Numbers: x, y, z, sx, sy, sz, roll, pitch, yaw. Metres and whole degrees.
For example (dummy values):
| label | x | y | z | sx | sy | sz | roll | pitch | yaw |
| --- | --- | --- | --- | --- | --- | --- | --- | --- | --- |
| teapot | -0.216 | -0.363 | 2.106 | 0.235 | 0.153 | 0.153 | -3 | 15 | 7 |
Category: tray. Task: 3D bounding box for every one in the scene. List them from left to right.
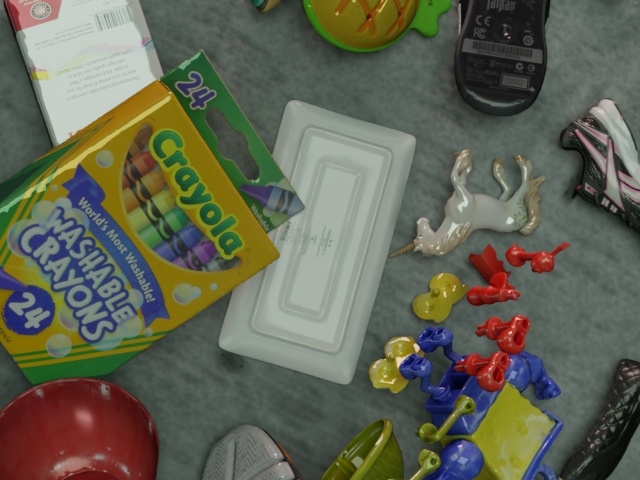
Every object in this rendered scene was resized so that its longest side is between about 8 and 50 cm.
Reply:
| label | x | y | z | sx | sy | sz | roll | pitch | yaw |
| --- | --- | --- | --- | --- | --- | --- | --- | --- | --- |
| tray | 0.000 | 0.000 | 1.961 | 0.145 | 0.030 | 0.270 | 16 | 83 | -6 |

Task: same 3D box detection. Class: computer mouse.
| label | x | y | z | sx | sy | sz | roll | pitch | yaw |
| --- | --- | --- | --- | --- | --- | --- | --- | --- | --- |
| computer mouse | 0.229 | -0.242 | 2.006 | 0.184 | 0.060 | 0.262 | 4 | 73 | -4 |

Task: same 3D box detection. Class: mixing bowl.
| label | x | y | z | sx | sy | sz | roll | pitch | yaw |
| --- | --- | --- | --- | --- | --- | --- | --- | --- | --- |
| mixing bowl | -0.231 | 0.232 | 1.832 | 0.181 | 0.098 | 0.181 | -8 | 115 | -16 |

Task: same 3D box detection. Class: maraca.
| label | x | y | z | sx | sy | sz | roll | pitch | yaw |
| --- | --- | --- | --- | --- | --- | --- | --- | --- | --- |
| maraca | 0.058 | -0.257 | 1.963 | 0.186 | 0.099 | 0.127 | -9 | 97 | -34 |

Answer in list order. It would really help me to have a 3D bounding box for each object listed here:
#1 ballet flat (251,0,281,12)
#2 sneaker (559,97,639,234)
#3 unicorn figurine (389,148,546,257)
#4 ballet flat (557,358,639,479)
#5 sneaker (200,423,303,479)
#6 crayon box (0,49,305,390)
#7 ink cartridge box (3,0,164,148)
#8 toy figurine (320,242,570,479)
| label | x | y | z | sx | sy | sz | roll | pitch | yaw |
| --- | --- | --- | --- | --- | --- | --- | --- | --- | --- |
| ballet flat | -0.023 | -0.344 | 1.968 | 0.073 | 0.080 | 0.232 | 8 | 85 | -23 |
| sneaker | 0.308 | -0.054 | 2.001 | 0.077 | 0.072 | 0.178 | -27 | 81 | 2 |
| unicorn figurine | 0.157 | -0.035 | 1.972 | 0.162 | 0.060 | 0.111 | 4 | 84 | -8 |
| ballet flat | 0.292 | 0.201 | 1.985 | 0.049 | 0.057 | 0.173 | 28 | 77 | 36 |
| sneaker | -0.004 | 0.335 | 1.890 | 0.125 | 0.180 | 0.321 | -37 | 57 | 23 |
| crayon box | -0.188 | -0.010 | 1.861 | 0.323 | 0.083 | 0.203 | -35 | 110 | -4 |
| ink cartridge box | -0.230 | -0.174 | 1.920 | 0.127 | 0.072 | 0.175 | -18 | 88 | -10 |
| toy figurine | 0.168 | 0.197 | 1.880 | 0.217 | 0.191 | 0.362 | 50 | 54 | -21 |
